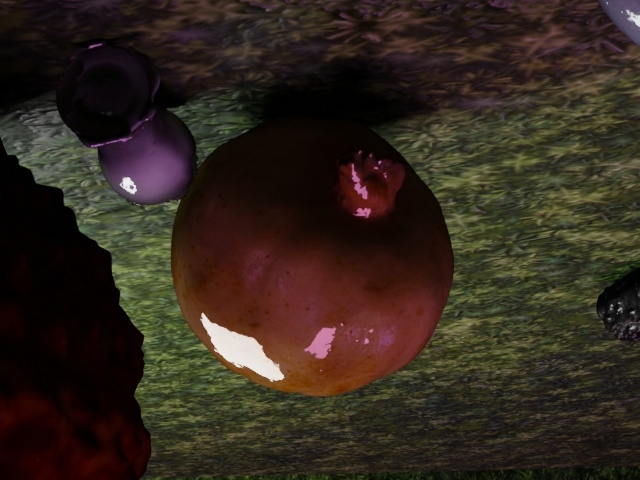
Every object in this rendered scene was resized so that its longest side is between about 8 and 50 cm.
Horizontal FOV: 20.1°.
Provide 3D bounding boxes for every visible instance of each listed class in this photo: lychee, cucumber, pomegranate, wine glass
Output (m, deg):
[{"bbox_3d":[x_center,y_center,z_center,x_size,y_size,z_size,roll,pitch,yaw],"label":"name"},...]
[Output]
[{"bbox_3d":[-0.316,0.119,1.181,0.424,0.425,0.500,-6,161,2],"label":"lychee"},{"bbox_3d":[0.369,0.038,1.783,0.072,0.072,0.300,1,164,-21],"label":"cucumber"},{"bbox_3d":[-0.006,0.010,1.288,0.207,0.207,0.207,-5,165,-1],"label":"pomegranate"},{"bbox_3d":[-0.125,-0.072,1.185,0.072,0.072,0.155,-6,165,4],"label":"wine glass"}]

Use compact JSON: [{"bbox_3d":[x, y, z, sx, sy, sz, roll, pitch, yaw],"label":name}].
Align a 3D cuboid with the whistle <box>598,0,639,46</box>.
[{"bbox_3d":[0.172,-0.157,0.810,0.163,0.163,0.289,-15,163,32],"label":"whistle"}]
